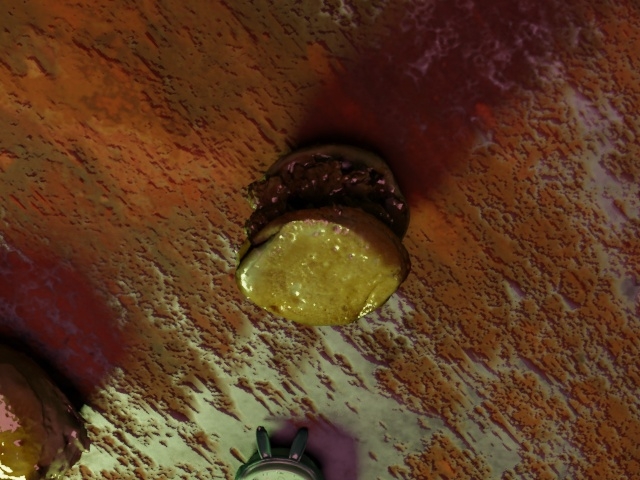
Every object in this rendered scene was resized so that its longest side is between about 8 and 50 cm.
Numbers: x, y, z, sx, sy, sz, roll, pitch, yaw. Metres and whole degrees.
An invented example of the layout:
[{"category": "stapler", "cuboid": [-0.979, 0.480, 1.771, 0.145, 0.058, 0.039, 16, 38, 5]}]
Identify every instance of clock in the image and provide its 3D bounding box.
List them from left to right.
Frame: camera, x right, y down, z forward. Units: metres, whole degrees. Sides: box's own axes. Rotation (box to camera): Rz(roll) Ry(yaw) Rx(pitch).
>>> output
[{"category": "clock", "cuboid": [-0.042, 0.260, 1.479, 0.101, 0.041, 0.135, 4, 121, 1]}]

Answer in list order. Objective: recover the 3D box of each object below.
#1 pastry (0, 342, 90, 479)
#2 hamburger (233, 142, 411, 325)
[{"category": "pastry", "cuboid": [-0.374, 0.208, 1.418, 0.235, 0.121, 0.257, 31, 117, -15]}, {"category": "hamburger", "cuboid": [0.000, 0.000, 1.272, 0.159, 0.131, 0.185, 32, 125, -25]}]
